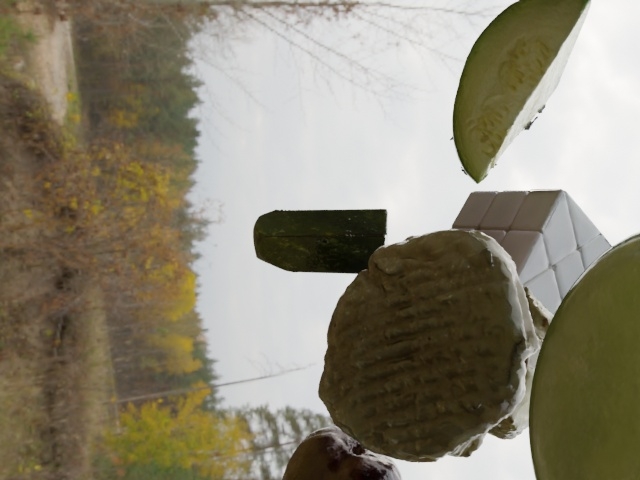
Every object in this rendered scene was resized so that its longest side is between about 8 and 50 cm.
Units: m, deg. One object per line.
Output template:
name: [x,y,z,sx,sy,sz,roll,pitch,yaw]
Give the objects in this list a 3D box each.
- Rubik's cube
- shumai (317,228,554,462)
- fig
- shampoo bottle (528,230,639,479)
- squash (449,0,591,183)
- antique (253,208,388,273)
Rubik's cube: [0.354,0.060,1.230,0.224,0.231,0.221,5,-120,56]
shumai: [0.170,0.140,0.896,0.314,0.262,0.267,-40,-122,27]
fig: [-0.008,0.396,0.981,0.170,0.145,0.274,38,-86,36]
shampoo bottle: [0.347,0.142,0.512,0.322,0.317,0.322,-166,-90,-78]
squash: [0.248,-0.218,0.967,0.111,0.203,0.288,40,0,15]
antique: [0.000,0.000,1.143,0.081,0.221,0.080,-81,170,-54]
